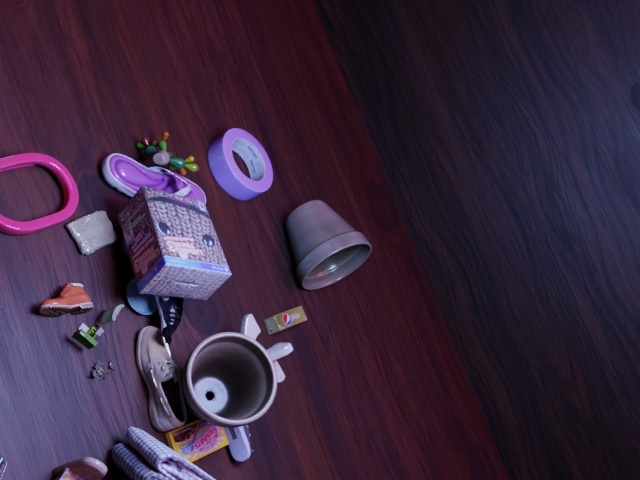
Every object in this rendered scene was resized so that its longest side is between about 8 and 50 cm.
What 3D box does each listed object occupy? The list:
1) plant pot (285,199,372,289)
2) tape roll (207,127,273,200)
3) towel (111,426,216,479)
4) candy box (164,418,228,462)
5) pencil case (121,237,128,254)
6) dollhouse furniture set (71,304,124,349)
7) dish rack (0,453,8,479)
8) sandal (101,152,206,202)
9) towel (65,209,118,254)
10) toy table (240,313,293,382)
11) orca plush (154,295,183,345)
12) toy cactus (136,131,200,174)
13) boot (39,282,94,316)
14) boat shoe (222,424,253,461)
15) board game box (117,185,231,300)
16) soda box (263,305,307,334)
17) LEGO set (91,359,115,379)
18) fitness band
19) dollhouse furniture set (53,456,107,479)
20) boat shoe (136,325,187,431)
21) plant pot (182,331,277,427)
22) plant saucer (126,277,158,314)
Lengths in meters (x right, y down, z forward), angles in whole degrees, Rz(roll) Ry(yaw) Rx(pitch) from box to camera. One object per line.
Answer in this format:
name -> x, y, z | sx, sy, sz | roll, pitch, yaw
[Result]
plant pot -> 0.000, 0.000, 2.557 | 0.323, 0.323, 0.280 | 3, 49, -55
tape roll -> -0.311, -0.298, 2.468 | 0.275, 0.090, 0.274 | 35, 43, -40
towel -> -0.373, 0.609, 1.592 | 0.283, 0.235, 0.121 | 48, 65, -29
candy box -> -0.358, 0.579, 1.836 | 0.206, 0.027, 0.105 | -7, 76, -57
pencil case -> -0.535, 0.009, 1.937 | 0.152, 0.070, 0.064 | -12, 79, -57
dollhouse furniture set -> -0.600, 0.217, 1.687 | 0.058, 0.076, 0.151 | 50, 35, -24
dish rack -> -0.748, 0.518, 1.259 | 0.208, 0.074, 0.271 | 41, 38, -34
sandal -> -0.517, -0.179, 2.064 | 0.416, 0.102, 0.169 | 16, 56, -51
towel -> -0.657, -0.026, 1.821 | 0.110, 0.027, 0.148 | 61, 32, -5
toy table -> -0.220, 0.385, 2.003 | 0.161, 0.252, 0.274 | -38, 121, -42
orca plush -> -0.438, 0.163, 1.872 | 0.287, 0.102, 0.151 | -106, 170, -54
toy cactus -> -0.508, -0.282, 2.084 | 0.219, 0.112, 0.180 | 34, 9, -7
boot -> -0.674, 0.152, 1.648 | 0.158, 0.059, 0.084 | 3, 63, -64
boat shoe -> -0.259, 0.566, 1.952 | 0.228, 0.080, 0.076 | 67, 11, 12
board game box -> -0.430, 0.012, 1.849 | 0.232, 0.141, 0.291 | 13, 42, -47
soda box -> -0.129, 0.295, 2.345 | 0.181, 0.058, 0.061 | -12, 79, -58
LEGO set -> -0.585, 0.346, 1.677 | 0.083, 0.024, 0.054 | 29, 47, -62
fitness band -> -0.785, -0.125, 1.685 | 0.291, 0.054, 0.208 | -33, 99, -57
dollhouse furniture set -> -0.455, 0.728, 1.367 | 0.394, 0.257, 0.362 | 49, 34, -24
boat shoe -> -0.441, 0.382, 1.783 | 0.109, 0.098, 0.302 | 10, 60, -53
plant pot -> -0.284, 0.421, 1.812 | 0.263, 0.229, 0.262 | 13, 59, -22
plant saucer -> -0.533, 0.167, 1.874 | 0.119, 0.021, 0.119 | 34, 42, -38
